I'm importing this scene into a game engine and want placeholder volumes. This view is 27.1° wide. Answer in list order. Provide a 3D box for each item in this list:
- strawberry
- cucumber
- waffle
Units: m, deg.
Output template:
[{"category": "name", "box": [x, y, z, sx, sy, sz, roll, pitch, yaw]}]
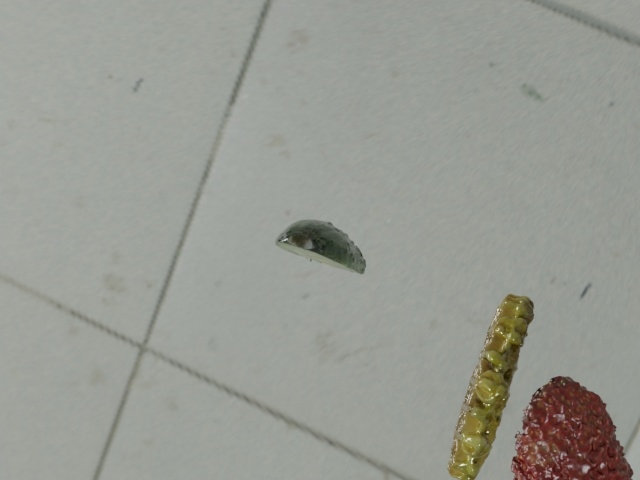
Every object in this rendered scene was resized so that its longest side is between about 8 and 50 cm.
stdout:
[{"category": "strawberry", "box": [0.287, 0.275, 1.527, 0.167, 0.087, 0.208, -29, 110, -10]}, {"category": "cucumber", "box": [0.000, 0.000, 1.094, 0.067, 0.107, 0.035, 19, 87, 15]}, {"category": "waffle", "box": [0.231, 0.205, 1.821, 0.056, 0.249, 0.253, 18, 142, 8]}]
